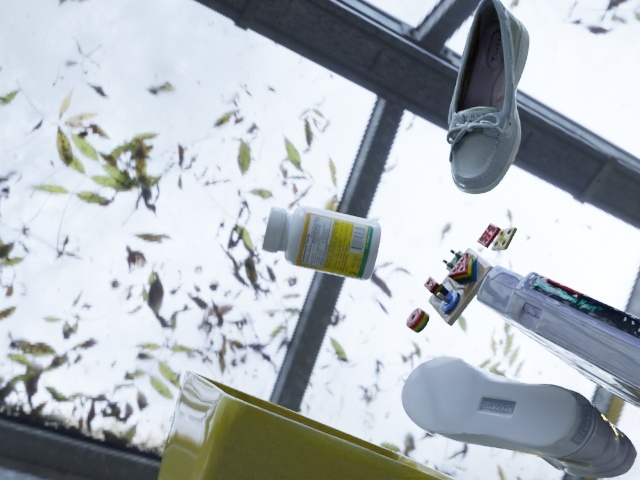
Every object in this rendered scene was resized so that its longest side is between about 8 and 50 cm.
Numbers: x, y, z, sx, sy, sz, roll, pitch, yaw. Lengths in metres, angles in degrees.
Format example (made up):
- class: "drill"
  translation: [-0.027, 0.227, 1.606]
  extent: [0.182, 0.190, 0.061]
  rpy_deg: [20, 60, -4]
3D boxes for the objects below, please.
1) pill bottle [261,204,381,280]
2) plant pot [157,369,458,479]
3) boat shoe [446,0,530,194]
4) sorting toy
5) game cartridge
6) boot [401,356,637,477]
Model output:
- class: "pill bottle"
  translation: [0.000, 0.000, 1.558]
  extent: [0.209, 0.117, 0.117]
  rpy_deg: [12, -68, -4]
- class: "plant pot"
  translation: [-0.023, 0.225, 0.599]
  extent: [0.212, 0.212, 0.187]
  rpy_deg: [24, -101, -13]
- class: "boat shoe"
  translation: [0.262, -0.232, 1.347]
  extent: [0.103, 0.118, 0.320]
  rpy_deg: [31, -110, -50]
- class: "sorting toy"
  translation: [0.252, 0.068, 1.548]
  extent: [0.046, 0.132, 0.274]
  rpy_deg: [35, -82, -16]
- class: "game cartridge"
  translation: [0.321, 0.132, 0.764]
  extent: [0.230, 0.355, 0.068]
  rpy_deg: [38, -94, -30]
- class: "boot"
  translation: [0.208, 0.201, 0.908]
  extent: [0.123, 0.258, 0.095]
  rpy_deg: [36, -107, -30]
